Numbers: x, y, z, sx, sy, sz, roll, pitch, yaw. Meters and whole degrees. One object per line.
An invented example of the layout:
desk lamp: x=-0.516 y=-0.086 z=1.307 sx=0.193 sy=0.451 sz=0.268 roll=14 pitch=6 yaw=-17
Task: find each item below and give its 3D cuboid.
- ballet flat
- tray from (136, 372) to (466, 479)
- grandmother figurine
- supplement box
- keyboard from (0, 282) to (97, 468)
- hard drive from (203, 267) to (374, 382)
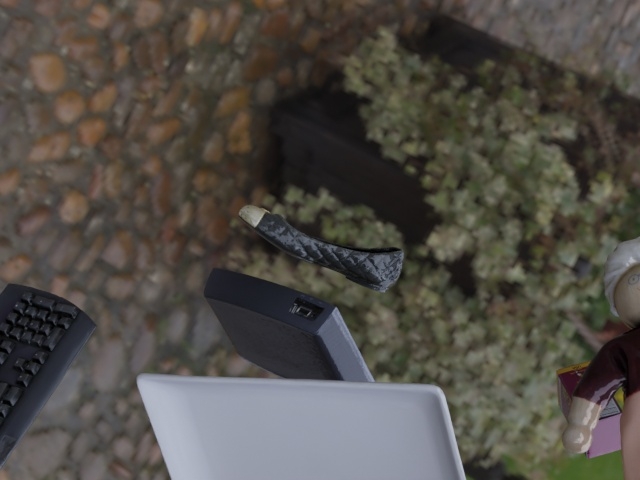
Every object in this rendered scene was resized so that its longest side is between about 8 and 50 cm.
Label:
ballet flat: x=0.000 y=0.000 z=1.442 sx=0.057 sy=0.173 sz=0.049 roll=-112 pitch=-134 yaw=-81
tray: x=-0.008 y=0.159 z=1.095 sx=0.030 sy=0.270 sz=0.145 roll=-47 pitch=128 yaw=-49
grandmother figurine: x=0.319 y=0.140 z=1.298 sx=0.104 sy=0.208 sz=0.342 roll=82 pitch=4 yaw=-51
supplement box: x=0.277 y=0.172 z=1.482 sx=0.043 sy=0.083 sz=0.055 roll=-14 pitch=129 yaw=-6
keyboard: x=-0.353 y=0.162 z=1.294 sx=0.317 sy=0.201 sz=0.033 roll=-59 pitch=143 yaw=-32
hard drive: x=-0.052 y=0.132 z=2.039 sx=0.054 sy=0.254 sz=0.172 roll=-47 pitch=130 yaw=-26
